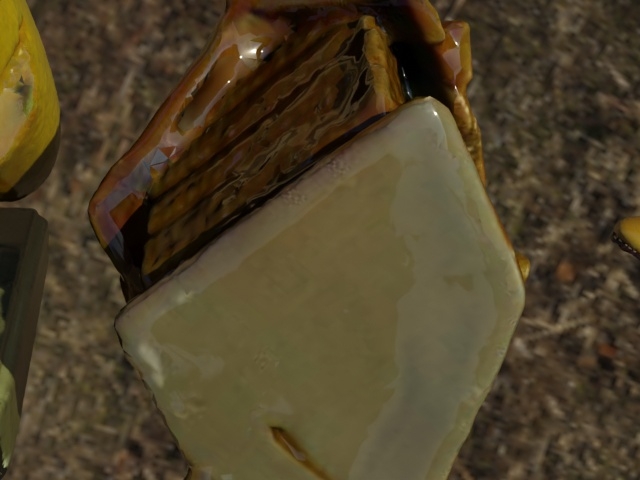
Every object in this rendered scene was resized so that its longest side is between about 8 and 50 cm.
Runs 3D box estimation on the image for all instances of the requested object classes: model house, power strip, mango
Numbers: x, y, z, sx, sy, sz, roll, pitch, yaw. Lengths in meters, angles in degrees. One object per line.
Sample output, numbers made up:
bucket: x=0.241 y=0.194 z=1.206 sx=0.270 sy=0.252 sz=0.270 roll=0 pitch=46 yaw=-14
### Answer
model house: x=0.000 y=0.001 z=0.847 sx=0.219 sy=0.199 sz=0.229 roll=-24 pitch=31 yaw=14
power strip: x=-0.207 y=0.058 z=0.970 sx=0.387 sy=0.092 sz=0.066 roll=-105 pitch=15 yaw=-73
mango: x=-0.225 y=-0.110 z=0.996 sx=0.130 sy=0.262 sz=0.167 roll=-26 pitch=67 yaw=4

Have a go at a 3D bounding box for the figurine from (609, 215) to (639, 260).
figurine: x=0.276 y=-0.076 z=0.818 sx=0.257 sy=0.181 sz=0.208 roll=-67 pitch=27 yaw=15
